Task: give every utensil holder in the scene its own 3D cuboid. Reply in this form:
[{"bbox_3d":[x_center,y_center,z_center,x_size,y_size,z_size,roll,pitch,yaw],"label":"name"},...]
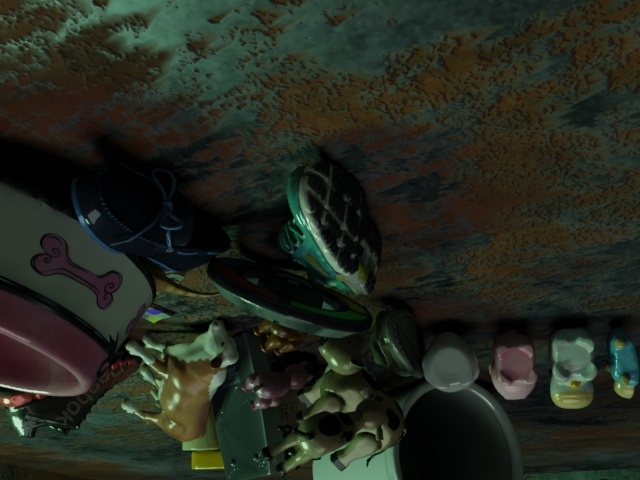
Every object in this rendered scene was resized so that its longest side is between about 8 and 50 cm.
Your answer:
[{"bbox_3d":[0.196,0.498,1.659,0.327,0.328,0.385,15,154,-24],"label":"utensil holder"}]

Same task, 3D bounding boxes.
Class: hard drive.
[{"bbox_3d":[-0.140,0.311,1.387,0.054,0.255,0.172,0,160,-38],"label":"hard drive"}]

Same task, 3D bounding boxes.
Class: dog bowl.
[{"bbox_3d":[-0.422,0.065,0.921,0.407,0.150,0.408,12,153,6],"label":"dog bowl"}]

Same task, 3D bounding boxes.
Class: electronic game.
[{"bbox_3d":[-0.040,0.070,0.983,0.229,0.048,0.229,20,-174,-2],"label":"electronic game"}]

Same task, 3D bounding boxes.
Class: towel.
[{"bbox_3d":[-0.298,0.122,1.272,0.060,0.009,0.083,-16,148,33],"label":"towel"}]

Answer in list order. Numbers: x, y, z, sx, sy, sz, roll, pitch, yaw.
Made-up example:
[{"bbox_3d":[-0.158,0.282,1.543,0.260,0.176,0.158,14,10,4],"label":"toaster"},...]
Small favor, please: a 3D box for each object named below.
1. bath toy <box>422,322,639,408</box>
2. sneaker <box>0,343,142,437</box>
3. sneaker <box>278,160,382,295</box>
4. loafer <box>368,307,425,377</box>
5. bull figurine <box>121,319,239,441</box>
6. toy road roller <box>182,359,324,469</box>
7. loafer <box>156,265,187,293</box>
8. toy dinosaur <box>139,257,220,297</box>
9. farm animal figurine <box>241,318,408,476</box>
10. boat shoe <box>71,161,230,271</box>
[{"bbox_3d":[0.350,0.212,1.278,0.348,0.151,0.129,-1,-171,9],"label":"bath toy"},{"bbox_3d":[-0.453,0.279,1.376,0.276,0.135,0.097,-17,-165,-42],"label":"sneaker"},{"bbox_3d":[0.000,0.000,0.891,0.110,0.107,0.275,5,156,15],"label":"sneaker"},{"bbox_3d":[0.121,0.183,1.260,0.087,0.094,0.251,-1,155,16],"label":"loafer"},{"bbox_3d":[-0.259,0.254,1.370,0.188,0.101,0.310,26,127,9],"label":"bull figurine"},{"bbox_3d":[-0.106,0.368,1.563,0.329,0.203,0.240,-8,164,20],"label":"toy road roller"},{"bbox_3d":[-0.250,0.068,1.119,0.125,0.039,0.045,-16,147,33],"label":"loafer"},{"bbox_3d":[-0.233,0.056,1.041,0.211,0.064,0.112,32,149,-34],"label":"toy dinosaur"},{"bbox_3d":[0.033,0.240,1.178,0.172,0.330,0.327,-33,126,14],"label":"farm animal figurine"},{"bbox_3d":[-0.186,-0.033,0.863,0.089,0.109,0.258,-14,168,14],"label":"boat shoe"}]
